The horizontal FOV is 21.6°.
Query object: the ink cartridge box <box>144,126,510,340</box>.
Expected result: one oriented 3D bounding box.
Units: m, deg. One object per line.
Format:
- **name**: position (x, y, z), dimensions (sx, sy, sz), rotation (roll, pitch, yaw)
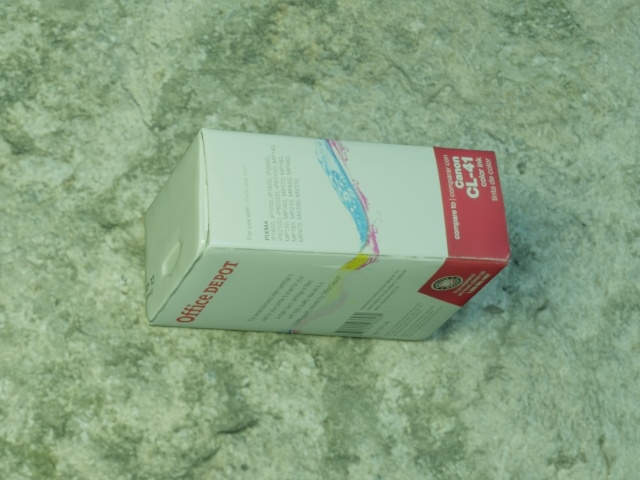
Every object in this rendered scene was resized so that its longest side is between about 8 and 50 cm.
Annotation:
- **ink cartridge box**: position (0.000, 0.000, 1.644), dimensions (0.306, 0.226, 0.131), rotation (5, 66, -19)
